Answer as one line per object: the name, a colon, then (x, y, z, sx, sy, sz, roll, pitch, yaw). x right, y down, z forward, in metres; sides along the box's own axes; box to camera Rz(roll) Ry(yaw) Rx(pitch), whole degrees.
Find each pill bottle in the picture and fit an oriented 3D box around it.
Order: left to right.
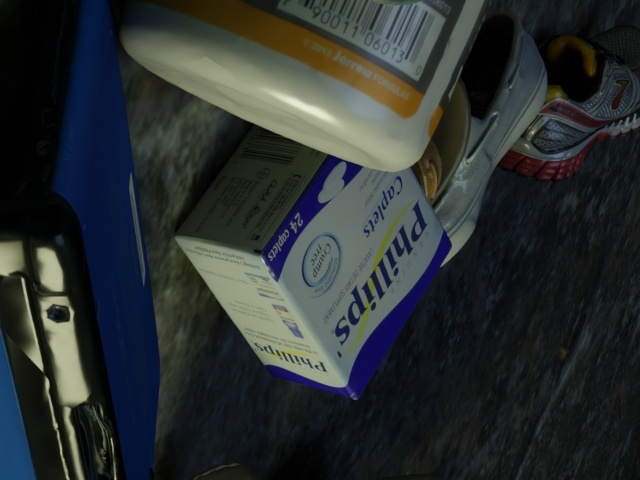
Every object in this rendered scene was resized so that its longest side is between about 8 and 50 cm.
pill bottle: (0.027, -0.186, 0.851, 0.278, 0.162, 0.162, -66, 158, -3)

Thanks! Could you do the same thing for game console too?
game console: (-0.175, 0.063, 0.809, 0.293, 0.173, 0.250, 89, 1, -47)

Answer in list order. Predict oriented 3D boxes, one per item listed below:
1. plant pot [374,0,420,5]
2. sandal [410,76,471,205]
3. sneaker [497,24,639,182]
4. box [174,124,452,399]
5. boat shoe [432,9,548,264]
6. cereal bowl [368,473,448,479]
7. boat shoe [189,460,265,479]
plant pot: (-0.015, -0.254, 0.641, 0.293, 0.196, 0.293, -50, 153, -38)
sandal: (0.045, -0.038, 1.150, 0.180, 0.072, 0.049, -58, -175, -11)
sneaker: (0.222, -0.130, 1.460, 0.225, 0.088, 0.093, -41, 146, -48)
box: (0.000, 0.000, 1.041, 0.126, 0.072, 0.137, -56, 137, -25)
boat shoe: (0.083, -0.070, 1.230, 0.227, 0.079, 0.081, -56, 140, -28)
cereal bowl: (0.029, 0.337, 1.246, 0.141, 0.339, 0.339, -2, 122, -19)
boat shoe: (-0.073, 0.265, 1.150, 0.116, 0.097, 0.324, -9, 125, -18)
